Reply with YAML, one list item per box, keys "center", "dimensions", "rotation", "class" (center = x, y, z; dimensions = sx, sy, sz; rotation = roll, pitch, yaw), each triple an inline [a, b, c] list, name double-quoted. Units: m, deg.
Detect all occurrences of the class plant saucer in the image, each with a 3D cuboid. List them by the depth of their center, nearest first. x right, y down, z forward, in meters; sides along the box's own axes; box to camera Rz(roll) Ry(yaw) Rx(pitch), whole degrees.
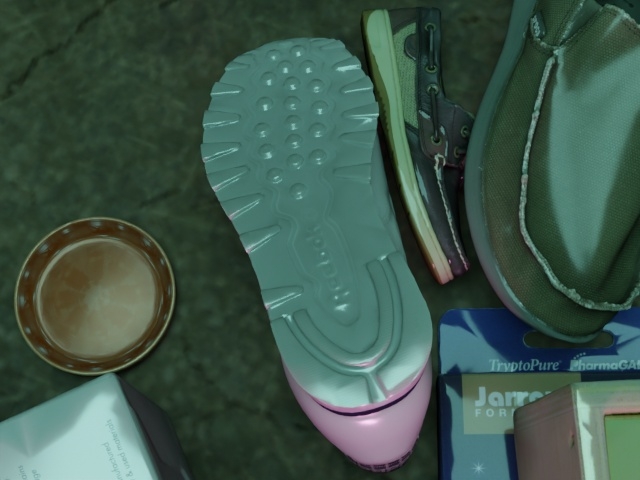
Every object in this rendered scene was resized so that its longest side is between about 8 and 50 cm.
- center: [-0.115, 0.029, 0.690]
  dimensions: [0.083, 0.013, 0.083]
  rotation: [-1, 74, 2]
  class: "plant saucer"

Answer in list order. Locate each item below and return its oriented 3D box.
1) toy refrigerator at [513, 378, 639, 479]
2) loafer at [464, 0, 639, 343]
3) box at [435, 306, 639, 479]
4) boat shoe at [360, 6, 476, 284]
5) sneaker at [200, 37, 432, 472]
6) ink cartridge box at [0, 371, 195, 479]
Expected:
- center: [0.230, 0.111, 0.581]
  dimensions: [0.269, 0.094, 0.102]
  rotation: [0, 75, -10]
  class: "toy refrigerator"
- center: [0.136, -0.076, 0.652]
  dimensions: [0.094, 0.087, 0.251]
  rotation: [16, 73, -26]
  class: "loafer"
- center: [0.124, 0.138, 0.637]
  dimensions: [0.136, 0.036, 0.225]
  rotation: [-1, 74, 3]
  class: "box"
- center: [0.057, -0.054, 0.681]
  dimensions: [0.049, 0.056, 0.152]
  rotation: [-15, 74, 4]
  class: "boat shoe"
- center: [0.000, 0.000, 0.660]
  dimensions: [0.090, 0.095, 0.235]
  rotation: [-14, 55, 5]
  class: "sneaker"
- center: [-0.171, 0.148, 0.598]
  dimensions: [0.231, 0.134, 0.078]
  rotation: [-25, 76, -3]
  class: "ink cartridge box"
